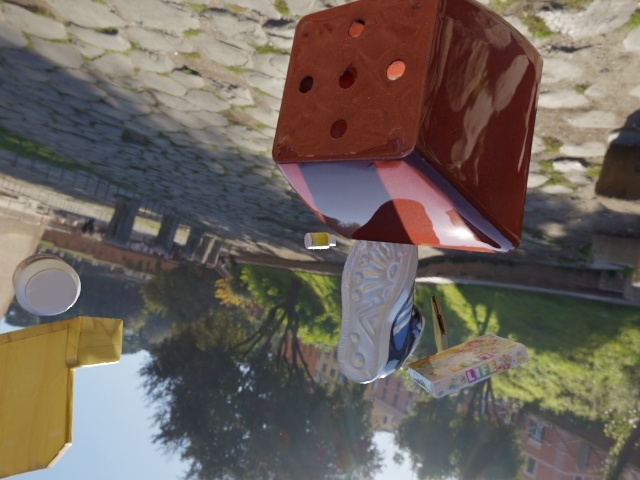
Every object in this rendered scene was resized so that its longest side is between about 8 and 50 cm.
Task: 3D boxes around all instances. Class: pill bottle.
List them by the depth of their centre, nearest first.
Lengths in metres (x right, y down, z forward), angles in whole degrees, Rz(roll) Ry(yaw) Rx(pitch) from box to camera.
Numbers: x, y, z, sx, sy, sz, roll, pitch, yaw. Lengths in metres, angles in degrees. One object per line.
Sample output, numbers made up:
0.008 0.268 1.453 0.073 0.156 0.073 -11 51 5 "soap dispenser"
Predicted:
-0.596 0.096 1.007 0.121 0.121 0.216 18 173 -36 "pill bottle"
0.000 0.000 1.291 0.083 0.044 0.043 -2 179 -21 "pill bottle"

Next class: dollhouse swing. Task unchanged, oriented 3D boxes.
-0.677 0.367 1.098 0.346 0.305 0.315 -13 168 -2 "dollhouse swing"

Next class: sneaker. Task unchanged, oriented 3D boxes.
0.141 0.111 0.919 0.130 0.323 0.236 14 -174 28 "sneaker"

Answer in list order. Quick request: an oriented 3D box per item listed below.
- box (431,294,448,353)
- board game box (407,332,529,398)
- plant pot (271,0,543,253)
0.369 0.295 1.417 0.021 0.201 0.165 -9 -145 7 "box"
0.225 0.190 0.718 0.154 0.026 0.103 -18 -178 -10 "board game box"
0.093 -0.144 0.568 0.267 0.268 0.235 5 173 37 "plant pot"
